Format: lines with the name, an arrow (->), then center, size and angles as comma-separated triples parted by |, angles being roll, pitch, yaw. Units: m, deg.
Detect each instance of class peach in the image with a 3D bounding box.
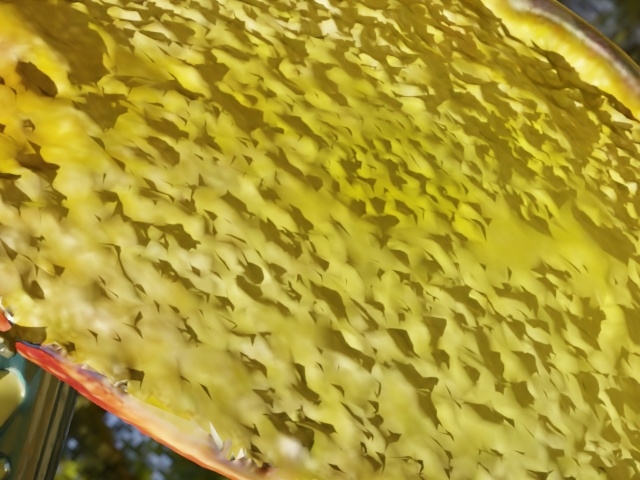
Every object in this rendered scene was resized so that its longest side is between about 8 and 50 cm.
peach -> -0.001, 0.003, 0.412 | 0.279, 0.068, 0.189 | 0, -132, -43

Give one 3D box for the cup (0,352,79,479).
cup -> -0.149, 0.029, 0.542 | 0.176, 0.155, 0.131 | 14, 164, -20
